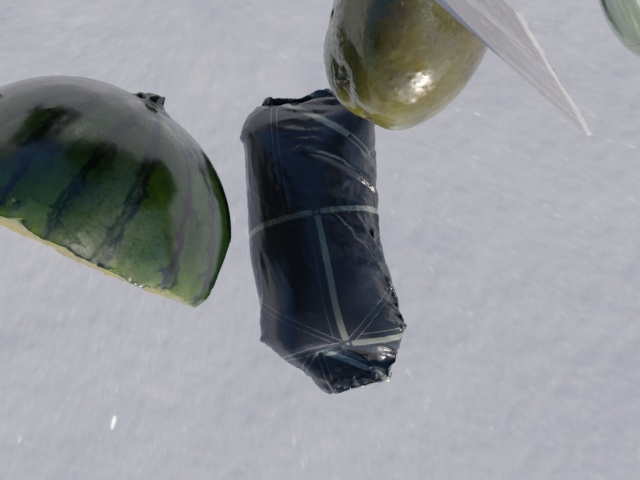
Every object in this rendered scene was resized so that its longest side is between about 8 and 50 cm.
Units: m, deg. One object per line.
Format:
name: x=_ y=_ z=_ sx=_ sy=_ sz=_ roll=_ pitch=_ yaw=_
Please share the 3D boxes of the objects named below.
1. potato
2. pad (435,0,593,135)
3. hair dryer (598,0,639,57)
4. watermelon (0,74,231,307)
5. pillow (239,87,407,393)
potato: x=0.088 y=-0.225 z=1.443 sx=0.159 sy=0.174 sz=0.251 roll=24 pitch=92 yaw=-34
pad: x=0.058 y=-0.153 z=0.891 sx=0.004 sy=0.156 sz=0.232 roll=-44 pitch=59 yaw=2
hair dryer: x=0.200 y=-0.270 z=1.312 sx=0.075 sy=0.237 sz=0.206 roll=-39 pitch=130 yaw=-3
watermelon: x=-0.227 y=-0.068 z=1.575 sx=0.331 sy=0.331 sz=0.189 roll=28 pitch=81 yaw=-8
pillow: x=0.000 y=0.000 z=1.731 sx=0.162 sy=0.092 sz=0.335 roll=-10 pitch=78 yaw=18
